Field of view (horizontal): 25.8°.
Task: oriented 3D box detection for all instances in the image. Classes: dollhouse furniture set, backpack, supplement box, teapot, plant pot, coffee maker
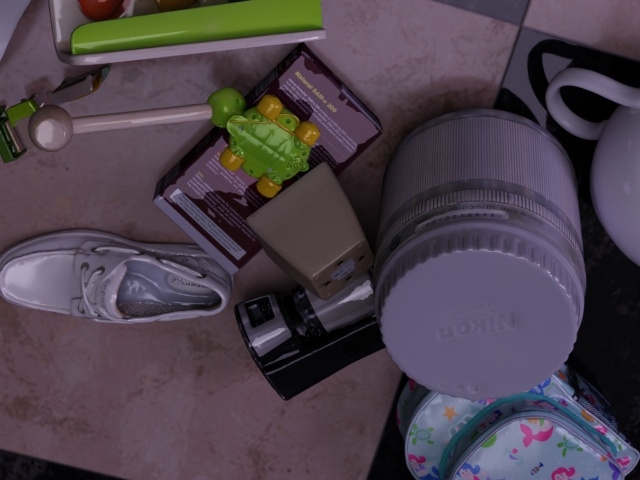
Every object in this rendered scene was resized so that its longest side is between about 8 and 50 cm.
[{"bbox_3d":[-0.292,-0.139,1.541,0.151,0.076,0.059,-20,106,14],"label":"dollhouse furniture set"},{"bbox_3d":[0.218,0.235,1.638,0.225,0.191,0.253,-43,101,13],"label":"backpack"},{"bbox_3d":[-0.060,-0.092,1.568,0.239,0.073,0.130,-43,105,11],"label":"supplement box"},{"bbox_3d":[0.387,-0.068,1.550,0.252,0.187,0.256,-4,88,-28],"label":"teapot"},{"bbox_3d":[0.000,0.000,1.522,0.109,0.109,0.096,-36,65,-4],"label":"plant pot"},{"bbox_3d":[0.012,0.106,1.613,0.178,0.120,0.171,-28,108,7],"label":"coffee maker"}]

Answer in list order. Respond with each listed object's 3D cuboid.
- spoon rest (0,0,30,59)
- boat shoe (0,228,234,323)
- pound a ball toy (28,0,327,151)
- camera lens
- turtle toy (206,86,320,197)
[{"bbox_3d":[-0.323,-0.277,1.475,0.084,0.137,0.276,17,94,-24],"label":"spoon rest"},{"bbox_3d":[-0.237,0.047,1.591,0.277,0.096,0.098,0,109,-3],"label":"boat shoe"},{"bbox_3d":[-0.161,-0.218,1.455,0.319,0.136,0.208,-10,105,-18],"label":"pound a ball toy"},{"bbox_3d":[0.168,0.006,1.491,0.219,0.274,0.219,3,126,4],"label":"camera lens"},{"bbox_3d":[-0.065,-0.114,1.487,0.130,0.066,0.095,35,106,-11],"label":"turtle toy"}]
